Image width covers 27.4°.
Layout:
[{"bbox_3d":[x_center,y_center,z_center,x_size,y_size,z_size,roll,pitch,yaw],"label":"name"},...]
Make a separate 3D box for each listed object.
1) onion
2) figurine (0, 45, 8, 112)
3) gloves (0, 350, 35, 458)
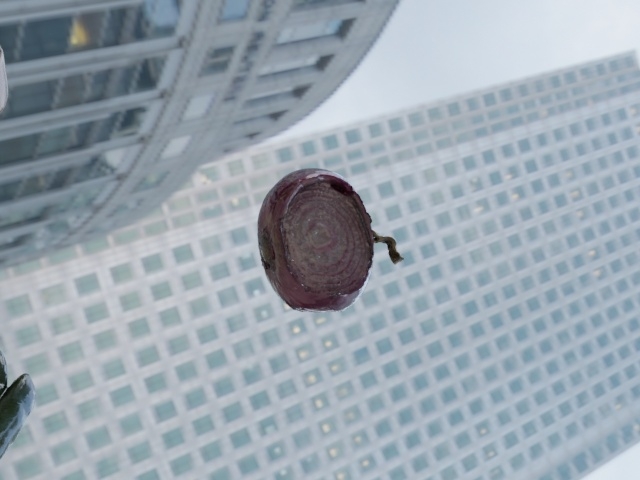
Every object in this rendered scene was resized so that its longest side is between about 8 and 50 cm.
[{"bbox_3d":[-0.012,0.004,1.917,0.200,0.200,0.207,-27,-77,47],"label":"onion"},{"bbox_3d":[-0.353,-0.180,1.156,0.143,0.143,0.271,49,-25,23],"label":"figurine"},{"bbox_3d":[-0.324,0.168,0.951,0.107,0.268,0.135,27,-39,42],"label":"gloves"}]
